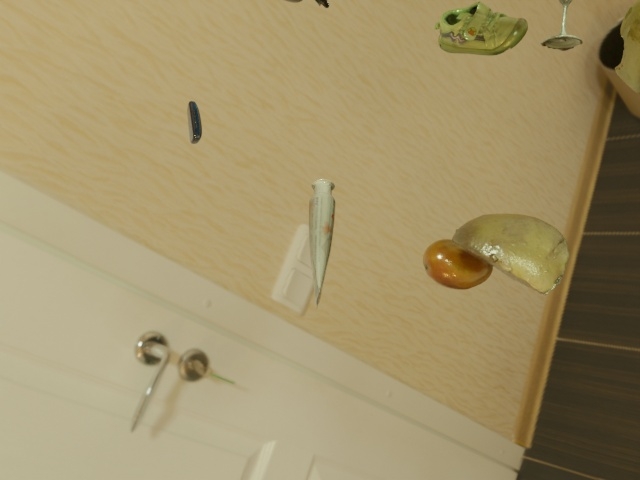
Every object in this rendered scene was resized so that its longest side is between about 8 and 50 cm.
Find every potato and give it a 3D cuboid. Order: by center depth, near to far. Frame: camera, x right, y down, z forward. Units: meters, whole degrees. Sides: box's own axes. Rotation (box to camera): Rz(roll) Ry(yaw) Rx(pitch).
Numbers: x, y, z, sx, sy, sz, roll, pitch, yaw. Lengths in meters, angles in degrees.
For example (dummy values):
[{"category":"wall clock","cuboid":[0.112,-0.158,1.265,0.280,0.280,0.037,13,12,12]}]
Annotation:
[{"category":"potato","cuboid":[0.544,-0.002,1.646,0.189,0.264,0.211,-58,9,5]}]

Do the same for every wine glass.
[{"category":"wine glass","cuboid":[0.771,-0.731,1.859,0.156,0.156,0.232,5,90,51]}]

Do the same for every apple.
[{"category":"apple","cuboid":[0.960,-0.553,1.640,0.279,0.279,0.279,-29,43,32]}]

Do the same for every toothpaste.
[{"category":"toothpaste","cuboid":[0.000,0.000,1.415,0.100,0.066,0.323,100,174,-60]}]

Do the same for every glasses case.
[{"category":"glasses case","cuboid":[-0.241,-0.225,1.132,0.033,0.023,0.083,134,130,-61]}]

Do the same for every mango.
[{"category":"mango","cuboid":[0.430,0.081,1.854,0.120,0.221,0.151,123,169,-79]}]

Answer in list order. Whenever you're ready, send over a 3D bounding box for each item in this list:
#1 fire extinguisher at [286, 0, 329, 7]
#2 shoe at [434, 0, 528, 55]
[{"category":"fire extinguisher","cuboid":[-0.084,-0.508,1.149,0.089,0.268,0.072,50,121,20]},{"category":"shoe","cuboid":[0.443,-0.590,1.665,0.262,0.128,0.140,13,72,41]}]
